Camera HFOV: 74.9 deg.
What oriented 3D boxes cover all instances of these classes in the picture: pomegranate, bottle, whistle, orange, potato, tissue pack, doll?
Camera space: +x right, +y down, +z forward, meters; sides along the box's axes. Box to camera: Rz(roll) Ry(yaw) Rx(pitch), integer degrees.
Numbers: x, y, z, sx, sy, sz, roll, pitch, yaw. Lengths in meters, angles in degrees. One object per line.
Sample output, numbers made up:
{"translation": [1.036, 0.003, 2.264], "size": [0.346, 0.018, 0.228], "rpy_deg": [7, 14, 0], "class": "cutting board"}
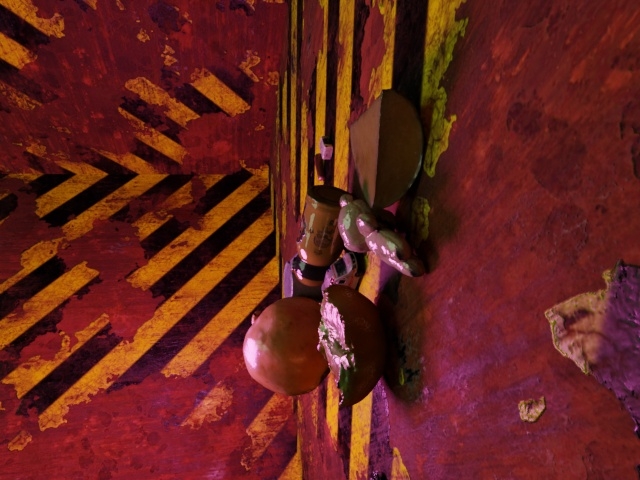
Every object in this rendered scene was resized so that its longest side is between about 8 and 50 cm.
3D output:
{"translation": [-0.124, 0.412, 1.679], "size": [0.411, 0.413, 0.410], "rpy_deg": [178, 90, -77], "class": "pomegranate"}
{"translation": [0.000, 0.000, 1.434], "size": [0.171, 0.172, 0.350], "rpy_deg": [-114, 35, -58], "class": "bottle"}
{"translation": [-0.051, 0.130, 1.802], "size": [0.188, 0.168, 0.404], "rpy_deg": [-109, 26, -48], "class": "whistle"}
{"translation": [0.088, 0.293, 1.172], "size": [0.262, 0.197, 0.333], "rpy_deg": [-74, -12, -85], "class": "orange"}
{"translation": [0.149, -0.246, 1.011], "size": [0.255, 0.112, 0.269], "rpy_deg": [-111, 21, -59], "class": "potato"}
{"translation": [0.023, -0.373, 1.676], "size": [0.083, 0.042, 0.062], "rpy_deg": [-105, 17, -45], "class": "tissue pack"}
{"translation": [0.153, -0.010, 1.006], "size": [0.278, 0.150, 0.174], "rpy_deg": [44, 147, 53], "class": "doll"}

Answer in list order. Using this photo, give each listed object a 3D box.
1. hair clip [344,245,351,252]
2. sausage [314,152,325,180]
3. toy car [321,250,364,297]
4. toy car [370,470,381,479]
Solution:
{"translation": [0.081, -0.005, 1.515], "size": [0.229, 0.039, 0.070], "rpy_deg": [-119, 31, -53], "class": "hair clip"}
{"translation": [-0.004, -0.319, 1.820], "size": [0.030, 0.035, 0.146], "rpy_deg": [-44, 45, 45], "class": "sausage"}
{"translation": [0.072, 0.121, 1.394], "size": [0.209, 0.108, 0.089], "rpy_deg": [104, 159, -48], "class": "toy car"}
{"translation": [0.169, 0.718, 1.244], "size": [0.041, 0.025, 0.093], "rpy_deg": [-109, 18, -46], "class": "toy car"}
